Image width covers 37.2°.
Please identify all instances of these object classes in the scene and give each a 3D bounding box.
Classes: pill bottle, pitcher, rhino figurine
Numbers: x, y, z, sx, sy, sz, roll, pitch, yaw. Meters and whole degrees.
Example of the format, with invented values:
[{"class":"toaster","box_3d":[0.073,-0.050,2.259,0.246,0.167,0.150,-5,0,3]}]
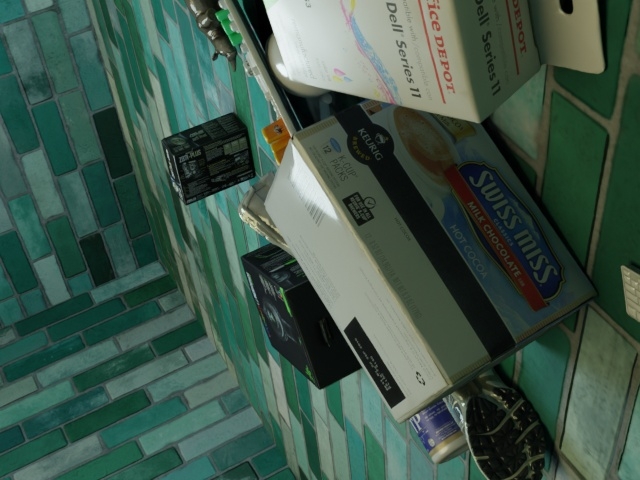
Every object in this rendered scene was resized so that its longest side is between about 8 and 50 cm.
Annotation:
[{"class":"pill bottle","box_3d":[0.188,0.260,1.562,0.186,0.112,0.112,59,162,22]},{"class":"pitcher","box_3d":[-0.013,-0.258,1.462,0.177,0.126,0.207,64,173,-10]},{"class":"rhino figurine","box_3d":[-0.215,-0.447,1.874,0.243,0.073,0.106,66,159,-7]}]

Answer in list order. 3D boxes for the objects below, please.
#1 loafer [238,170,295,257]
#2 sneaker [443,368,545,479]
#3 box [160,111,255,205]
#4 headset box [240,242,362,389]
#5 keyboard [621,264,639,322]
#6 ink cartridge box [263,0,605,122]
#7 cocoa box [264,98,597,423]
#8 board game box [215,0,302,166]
[{"class":"loafer","box_3d":[0.000,0.000,1.701,0.319,0.111,0.112,37,-176,2]},{"class":"sneaker","box_3d":[0.249,0.253,1.434,0.122,0.110,0.283,72,174,-67]},{"class":"box","box_3d":[-0.252,-0.184,2.148,0.077,0.180,0.147,50,157,42]},{"class":"headset box","box_3d":[-0.031,0.151,2.030,0.283,0.131,0.246,31,143,60]},{"class":"keyboard","box_3d":[0.389,0.105,0.930,0.256,0.014,0.072,42,151,53]},{"class":"ink cartridge box","box_3d":[0.095,-0.248,0.960,0.353,0.119,0.207,20,141,42]},{"class":"cocoa box","box_3d":[0.124,0.008,1.191,0.347,0.228,0.231,58,160,12]},{"class":"board game box","box_3d":[-0.105,-0.275,1.594,0.389,0.050,0.390,63,-177,5]}]
